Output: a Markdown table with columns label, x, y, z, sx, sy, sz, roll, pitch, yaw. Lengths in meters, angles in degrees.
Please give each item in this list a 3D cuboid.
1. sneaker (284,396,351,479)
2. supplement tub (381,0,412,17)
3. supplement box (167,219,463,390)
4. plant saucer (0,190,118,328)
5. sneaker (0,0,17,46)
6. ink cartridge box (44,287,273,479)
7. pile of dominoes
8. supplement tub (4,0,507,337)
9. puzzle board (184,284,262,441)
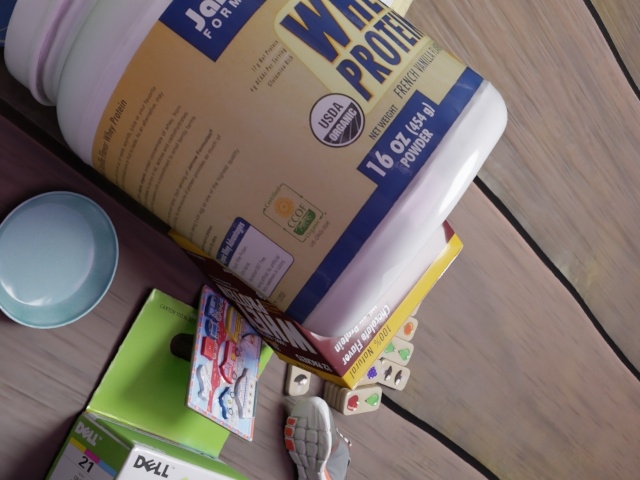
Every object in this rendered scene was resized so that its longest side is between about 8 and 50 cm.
| label | x | y | z | sx | sy | sz | roll | pitch | yaw |
| --- | --- | --- | --- | --- | --- | --- | --- | --- | --- |
| sneaker | 0.003 | 0.230 | 1.086 | 0.065 | 0.061 | 0.158 | -37 | 135 | -43 |
| supplement tub | 0.025 | -0.260 | 0.881 | 0.144 | 0.144 | 0.200 | 35 | 78 | -43 |
| supplement box | 0.000 | 0.000 | 0.936 | 0.191 | 0.129 | 0.194 | -50 | 123 | -19 |
| plant saucer | -0.229 | 0.015 | 0.821 | 0.119 | 0.021 | 0.119 | -14 | 112 | -38 |
| sneaker | -0.201 | -0.234 | 0.745 | 0.211 | 0.080 | 0.081 | -46 | 155 | -24 |
| ink cartridge box | -0.134 | 0.201 | 0.916 | 0.189 | 0.097 | 0.255 | 33 | 81 | -43 |
| pile of dominoes | 0.060 | 0.069 | 1.090 | 0.196 | 0.040 | 0.251 | 0 | 104 | -42 |
| supplement tub | -0.047 | -0.103 | 0.721 | 0.316 | 0.228 | 0.228 | 37 | 74 | 0 |
| puzzle board | -0.089 | 0.119 | 0.942 | 0.096 | 0.011 | 0.128 | 40 | 43 | -42 |
